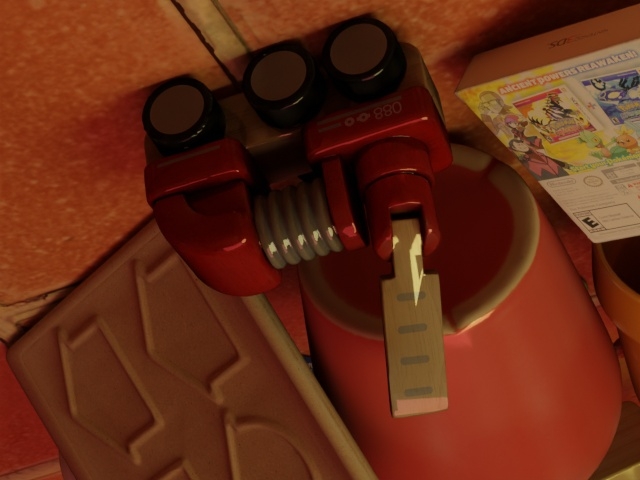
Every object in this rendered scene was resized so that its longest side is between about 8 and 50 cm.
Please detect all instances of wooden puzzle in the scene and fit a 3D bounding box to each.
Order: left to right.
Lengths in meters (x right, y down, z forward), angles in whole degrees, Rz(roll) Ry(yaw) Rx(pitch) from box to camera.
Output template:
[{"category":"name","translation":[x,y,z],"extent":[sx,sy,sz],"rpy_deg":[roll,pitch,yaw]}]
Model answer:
[{"category":"wooden puzzle","translation":[-0.100,0.159,1.414],"extent":[0.080,0.322,0.348],"rpy_deg":[-23,168,-46]}]

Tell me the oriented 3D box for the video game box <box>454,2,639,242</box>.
[{"category":"video game box","translation":[0.231,-0.083,1.199],"extent":[0.205,0.048,0.187],"rpy_deg":[-12,135,47]}]

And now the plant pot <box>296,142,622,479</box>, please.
[{"category":"plant pot","translation":[0.102,0.067,1.359],"extent":[0.274,0.275,0.243],"rpy_deg":[-15,140,7]}]

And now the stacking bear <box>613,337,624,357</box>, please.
[{"category":"stacking bear","translation":[0.424,0.072,1.566],"extent":[0.289,0.164,0.175],"rpy_deg":[-17,-167,30]}]

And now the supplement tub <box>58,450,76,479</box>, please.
[{"category":"supplement tub","translation":[-0.137,0.191,1.584],"extent":[0.199,0.144,0.144],"rpy_deg":[-29,146,28]}]

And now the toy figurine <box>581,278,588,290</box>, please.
[{"category":"toy figurine","translation":[0.219,0.137,1.600],"extent":[0.130,0.159,0.173],"rpy_deg":[-16,151,9]}]

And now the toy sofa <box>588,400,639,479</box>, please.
[{"category":"toy sofa","translation":[0.244,0.324,1.734],"extent":[0.362,0.177,0.150],"rpy_deg":[-24,109,-8]}]

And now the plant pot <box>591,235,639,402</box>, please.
[{"category":"plant pot","translation":[0.335,0.061,1.413],"extent":[0.205,0.205,0.188],"rpy_deg":[-10,133,-3]}]

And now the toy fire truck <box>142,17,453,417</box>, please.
[{"category":"toy fire truck","translation":[0.000,0.000,1.189],"extent":[0.217,0.246,0.158],"rpy_deg":[-17,148,10]}]

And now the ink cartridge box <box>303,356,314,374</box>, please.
[{"category":"ink cartridge box","translation":[-0.057,0.185,1.703],"extent":[0.097,0.046,0.207],"rpy_deg":[9,145,-34]}]
